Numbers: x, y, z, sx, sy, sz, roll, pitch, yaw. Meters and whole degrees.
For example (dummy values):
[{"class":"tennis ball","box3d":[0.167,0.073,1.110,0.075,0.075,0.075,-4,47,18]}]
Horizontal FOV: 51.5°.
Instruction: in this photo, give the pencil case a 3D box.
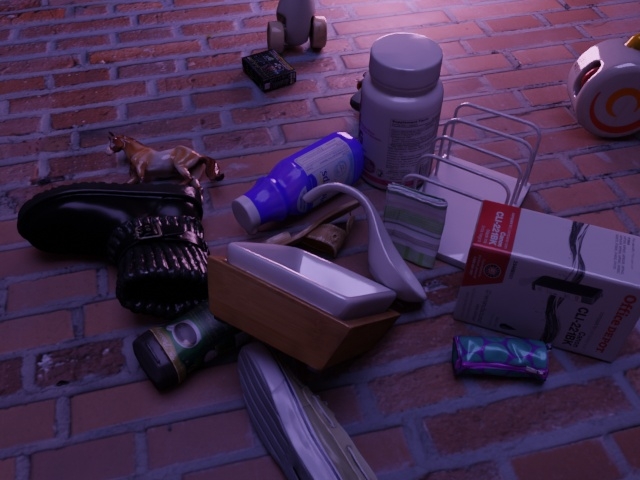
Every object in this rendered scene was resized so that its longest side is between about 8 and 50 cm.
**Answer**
[{"class":"pencil case","box3d":[0.285,0.187,1.053,0.151,0.065,0.070,3,21,3]}]

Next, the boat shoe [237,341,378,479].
[{"class":"boat shoe","box3d":[-0.023,0.272,0.957,0.094,0.109,0.302,-13,55,-33]}]

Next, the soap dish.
[{"class":"soap dish","box3d":[-0.019,0.096,1.013,0.229,0.291,0.118,24,95,19]}]

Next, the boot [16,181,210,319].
[{"class":"boot","box3d":[-0.357,0.021,1.157,0.348,0.131,0.260,-7,47,-8]}]

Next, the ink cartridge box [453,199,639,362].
[{"class":"ink cartridge box","box3d":[0.372,0.067,1.078,0.272,0.197,0.114,14,49,13]}]

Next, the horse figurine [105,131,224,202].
[{"class":"horse figurine","box3d":[-0.320,-0.143,1.362,0.263,0.066,0.174,0,52,2]}]

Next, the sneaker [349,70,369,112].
[{"class":"sneaker","box3d":[0.153,-0.392,1.586,0.108,0.100,0.271,14,48,19]}]

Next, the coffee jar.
[{"class":"coffee jar","box3d":[-0.201,0.157,1.062,0.184,0.079,0.096,-28,66,-26]}]

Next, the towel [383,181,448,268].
[{"class":"towel","box3d":[0.163,-0.023,1.192,0.113,0.152,0.023,20,40,19]}]

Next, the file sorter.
[{"class":"file sorter","box3d":[0.284,-0.112,1.266,0.192,0.173,0.278,23,50,19]}]

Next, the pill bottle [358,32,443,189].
[{"class":"pill bottle","box3d":[0.157,-0.252,1.321,0.160,0.283,0.160,1,46,-1]}]

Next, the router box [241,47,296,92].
[{"class":"router box","box3d":[-0.129,-0.424,1.651,0.092,0.038,0.122,-23,51,-21]}]

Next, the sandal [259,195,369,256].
[{"class":"sandal","box3d":[-0.001,0.001,1.238,0.240,0.088,0.079,-25,82,-14]}]

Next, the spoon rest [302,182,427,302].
[{"class":"spoon rest","box3d":[0.092,-0.002,1.152,0.084,0.137,0.276,-45,84,12]}]

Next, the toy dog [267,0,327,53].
[{"class":"toy dog","box3d":[-0.064,-0.646,1.712,0.220,0.334,0.161,12,24,-23]}]

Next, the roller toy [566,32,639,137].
[{"class":"roller toy","box3d":[0.655,-0.343,1.476,0.191,0.209,0.146,-11,43,16]}]

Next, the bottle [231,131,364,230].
[{"class":"bottle","box3d":[-0.041,-0.111,1.297,0.283,0.118,0.092,-32,55,-28]}]
